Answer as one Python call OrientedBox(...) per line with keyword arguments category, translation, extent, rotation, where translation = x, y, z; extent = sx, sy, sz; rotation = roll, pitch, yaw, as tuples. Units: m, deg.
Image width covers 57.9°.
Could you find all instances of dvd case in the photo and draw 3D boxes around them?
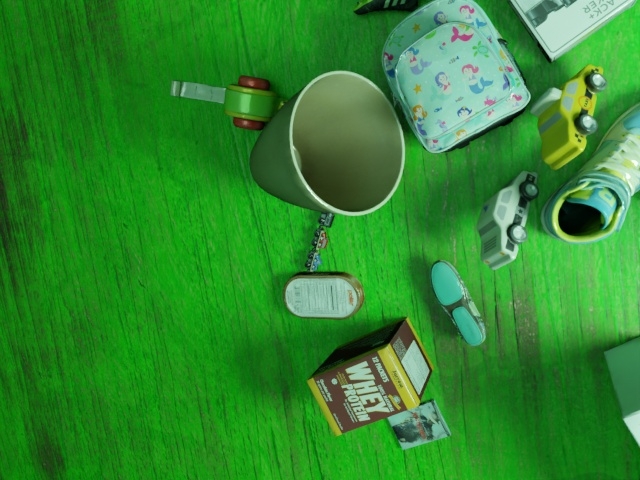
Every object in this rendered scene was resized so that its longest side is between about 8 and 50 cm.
OrientedBox(category="dvd case", translation=(0.218, 0.411, 1.290), extent=(0.119, 0.013, 0.087), rotation=(-25, 91, 22))

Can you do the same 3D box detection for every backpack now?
OrientedBox(category="backpack", translation=(0.236, -0.308, 1.061), extent=(0.225, 0.191, 0.254), rotation=(-27, 85, 23))

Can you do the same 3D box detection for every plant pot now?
OrientedBox(category="plant pot", translation=(-0.020, -0.168, 1.136), extent=(0.274, 0.256, 0.257), rotation=(-3, 101, 56))

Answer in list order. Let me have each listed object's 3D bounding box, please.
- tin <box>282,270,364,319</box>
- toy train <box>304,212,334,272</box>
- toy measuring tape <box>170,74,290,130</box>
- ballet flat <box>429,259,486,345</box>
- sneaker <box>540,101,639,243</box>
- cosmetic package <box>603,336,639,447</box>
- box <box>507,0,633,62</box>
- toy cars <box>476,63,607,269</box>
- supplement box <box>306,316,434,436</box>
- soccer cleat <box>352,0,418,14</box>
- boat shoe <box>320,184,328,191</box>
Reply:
OrientedBox(category="tin", translation=(0.004, 0.125, 1.302), extent=(0.189, 0.040, 0.106), rotation=(-2, 104, 20))
OrientedBox(category="toy train", translation=(0.000, 0.000, 1.285), extent=(0.036, 0.027, 0.158), rotation=(18, 106, 5))
OrientedBox(category="toy measuring tape", translation=(-0.207, -0.309, 1.254), extent=(0.330, 0.121, 0.122), rotation=(15, 105, 17))
OrientedBox(category="ballet flat", translation=(0.281, 0.124, 1.186), extent=(0.070, 0.070, 0.188), rotation=(-24, 87, 22))
OrientedBox(category="sneaker", translation=(0.509, -0.112, 0.978), extent=(0.127, 0.208, 0.319), rotation=(39, 109, 10))
OrientedBox(category="cosmetic package", translation=(0.636, 0.383, 0.986), extent=(0.097, 0.284, 0.377), rotation=(-32, 89, 21))
OrientedBox(category="box", translation=(0.397, -0.482, 1.013), extent=(0.169, 0.087, 0.290), rotation=(-33, 88, 23))
OrientedBox(category="toy cars", translation=(0.373, -0.137, 1.034), extent=(0.087, 0.176, 0.394), rotation=(25, 108, -4))
OrientedBox(category="supplement box", translation=(0.109, 0.279, 1.206), extent=(0.191, 0.194, 0.129), rotation=(-28, 90, 22))
OrientedBox(category="soccer cleat", translation=(0.147, -0.470, 1.125), extent=(0.178, 0.060, 0.072), rotation=(-14, 128, 31))
OrientedBox(category="boat shoe", translation=(0.019, -0.098, 1.240), extent=(0.135, 0.045, 0.050), rotation=(-4, 64, 15))
